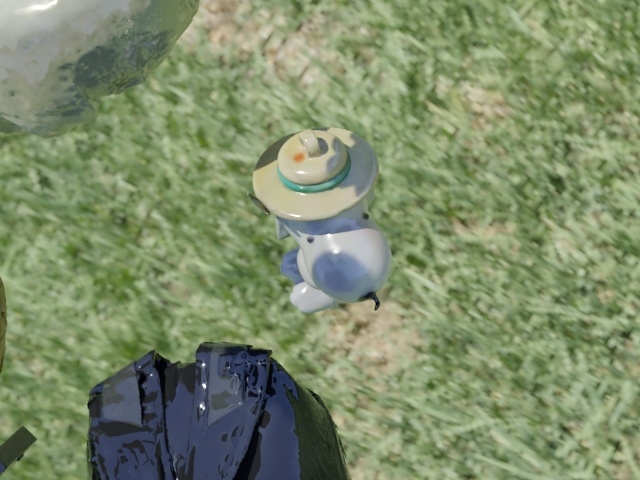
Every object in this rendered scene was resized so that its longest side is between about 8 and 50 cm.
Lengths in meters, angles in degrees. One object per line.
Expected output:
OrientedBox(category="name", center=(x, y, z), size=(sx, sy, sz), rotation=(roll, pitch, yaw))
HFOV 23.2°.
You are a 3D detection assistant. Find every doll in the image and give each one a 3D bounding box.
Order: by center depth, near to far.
OrientedBox(category="doll", center=(-0.008, -0.016, 1.734), size=(0.144, 0.271, 0.208), rotation=(-19, 93, -10))

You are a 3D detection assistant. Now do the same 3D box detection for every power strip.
OrientedBox(category="power strip", center=(-0.383, 0.264, 1.907), size=(0.029, 0.111, 0.038), rotation=(42, 108, -1))

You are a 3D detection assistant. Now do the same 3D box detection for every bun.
OrientedBox(category="bun", center=(-0.263, -0.257, 1.612), size=(0.359, 0.211, 0.360), rotation=(-18, 43, 17))

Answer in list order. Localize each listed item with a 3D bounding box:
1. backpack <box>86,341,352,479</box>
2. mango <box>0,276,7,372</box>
OrientedBox(category="backpack", center=(-0.096, 0.322, 1.541), size=(0.363, 0.255, 0.446), rotation=(-17, 80, 24))
OrientedBox(category="mango", center=(-0.276, 0.013, 0.904), size=(0.248, 0.156, 0.151), rotation=(42, 124, 28))
